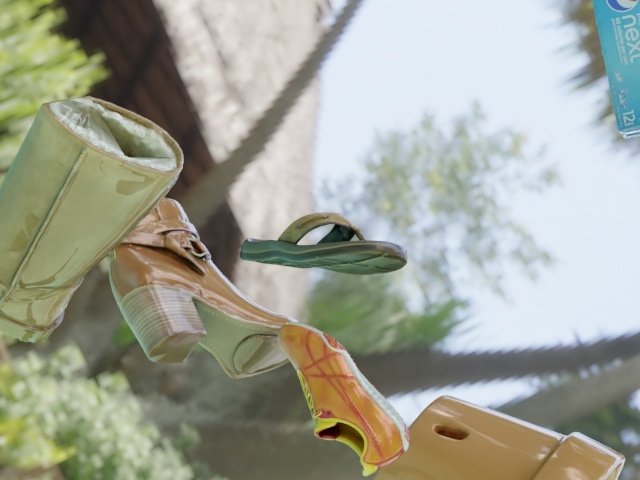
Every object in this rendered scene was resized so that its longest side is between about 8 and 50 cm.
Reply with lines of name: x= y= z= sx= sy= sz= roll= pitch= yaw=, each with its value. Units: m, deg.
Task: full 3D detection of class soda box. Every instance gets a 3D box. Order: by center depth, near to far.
soda box: x=0.334 y=-0.220 z=1.988 sx=0.071 sy=0.067 sz=0.210 roll=15 pitch=65 yaw=-74

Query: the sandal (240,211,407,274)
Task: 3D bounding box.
sandal: x=0.000 y=0.000 z=1.935 sx=0.219 sy=0.090 sz=0.060 roll=2 pitch=-98 yaw=52

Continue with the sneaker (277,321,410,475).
sneaker: x=0.009 y=0.140 z=1.697 sx=0.175 sy=0.067 sz=0.064 roll=46 pitch=-20 yaw=33

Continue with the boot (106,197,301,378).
boot: x=-0.147 y=0.055 z=2.290 sx=0.109 sy=0.283 sz=0.220 roll=-50 pitch=-128 yaw=34

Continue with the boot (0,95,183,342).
boot: x=-0.282 y=-0.038 z=1.658 sx=0.269 sy=0.236 sz=0.089 roll=-50 pitch=-152 yaw=42

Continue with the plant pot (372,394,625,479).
plant pot: x=0.166 y=0.300 z=1.994 sx=0.203 sy=0.291 sz=0.291 roll=33 pitch=-24 yaw=16
